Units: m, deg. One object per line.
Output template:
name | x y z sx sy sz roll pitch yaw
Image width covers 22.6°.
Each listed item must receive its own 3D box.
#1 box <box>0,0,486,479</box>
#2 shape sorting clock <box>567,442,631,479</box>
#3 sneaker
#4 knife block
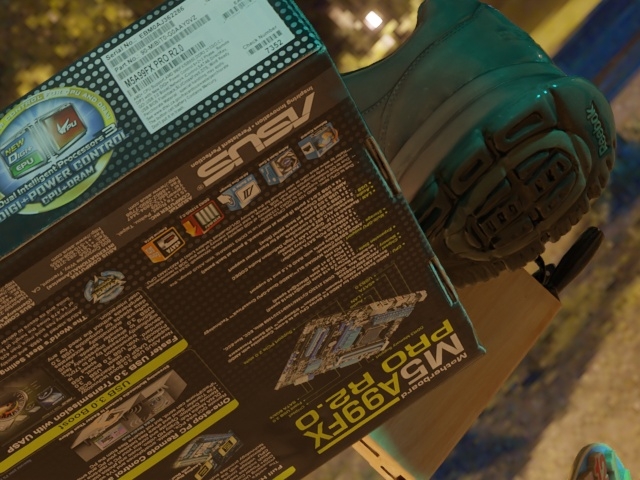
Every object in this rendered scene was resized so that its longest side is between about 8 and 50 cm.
box | -0.087 0.049 0.592 0.270 0.060 0.216 -34 -36 -1
shape sorting clock | 0.263 0.286 1.453 0.040 0.206 0.206 -15 20 28
sneaker | 0.000 0.000 0.755 0.286 0.109 0.130 -38 48 8
knife block | 0.126 0.058 1.262 0.242 0.088 0.276 -48 -1 12
